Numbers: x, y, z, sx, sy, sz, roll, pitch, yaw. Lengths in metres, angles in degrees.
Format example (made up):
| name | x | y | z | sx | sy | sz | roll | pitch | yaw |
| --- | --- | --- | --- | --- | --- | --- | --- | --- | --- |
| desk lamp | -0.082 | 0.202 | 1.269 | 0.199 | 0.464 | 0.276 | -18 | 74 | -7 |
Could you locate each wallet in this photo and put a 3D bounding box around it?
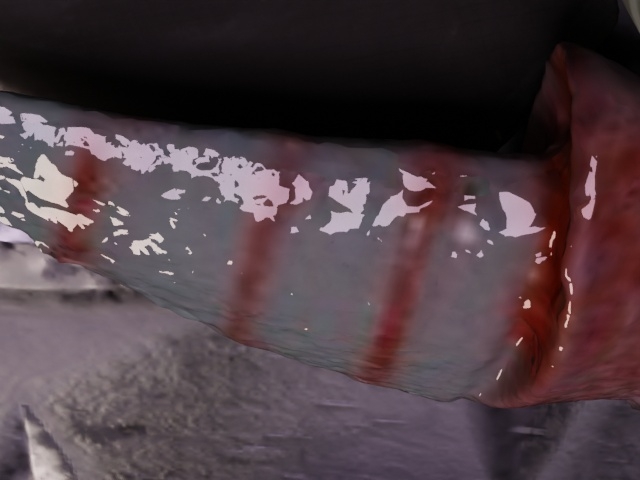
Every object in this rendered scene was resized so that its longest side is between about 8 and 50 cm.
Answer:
| name | x | y | z | sx | sy | sz | roll | pitch | yaw |
| --- | --- | --- | --- | --- | --- | --- | --- | --- | --- |
| wallet | -0.028 | -0.089 | 0.465 | 0.245 | 0.052 | 0.168 | 28 | 122 | -28 |

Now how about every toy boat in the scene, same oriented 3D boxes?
| name | x | y | z | sx | sy | sz | roll | pitch | yaw |
| --- | --- | --- | --- | --- | --- | --- | --- | --- | --- |
| toy boat | 0.000 | 0.000 | 0.470 | 0.282 | 0.096 | 0.206 | 6 | 148 | -11 |

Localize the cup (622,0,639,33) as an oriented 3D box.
| name | x | y | z | sx | sy | sz | roll | pitch | yaw |
| --- | --- | --- | --- | --- | --- | --- | --- | --- | --- |
| cup | 0.120 | -0.111 | 0.373 | 0.120 | 0.141 | 0.120 | 0 | 130 | 1 |
